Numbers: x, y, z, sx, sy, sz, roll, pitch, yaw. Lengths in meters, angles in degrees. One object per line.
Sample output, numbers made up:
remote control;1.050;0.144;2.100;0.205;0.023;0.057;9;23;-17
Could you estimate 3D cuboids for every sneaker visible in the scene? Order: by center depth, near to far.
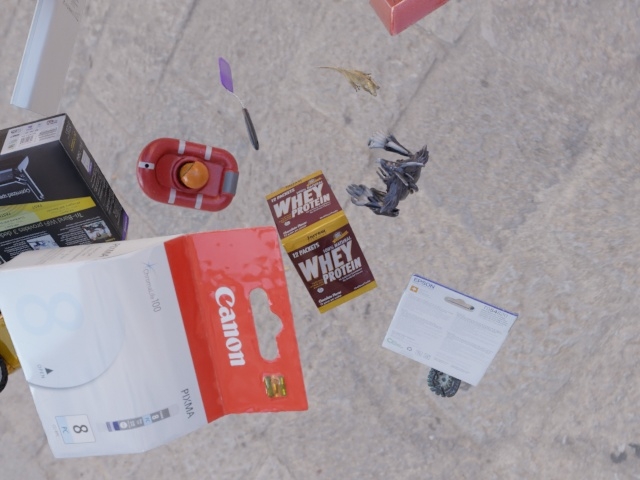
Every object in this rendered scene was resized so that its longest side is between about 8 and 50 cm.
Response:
sneaker;0.364;0.270;1.561;0.110;0.122;0.283;30;118;13

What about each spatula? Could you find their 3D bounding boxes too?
spatula;-0.228;-0.381;1.666;0.030;0.084;0.296;-28;75;12

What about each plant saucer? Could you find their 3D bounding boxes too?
plant saucer;0.227;-0.562;1.264;0.258;0.048;0.259;-30;36;14

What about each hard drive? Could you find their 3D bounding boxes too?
hard drive;-0.528;-0.402;1.181;0.040;0.203;0.308;16;93;-12

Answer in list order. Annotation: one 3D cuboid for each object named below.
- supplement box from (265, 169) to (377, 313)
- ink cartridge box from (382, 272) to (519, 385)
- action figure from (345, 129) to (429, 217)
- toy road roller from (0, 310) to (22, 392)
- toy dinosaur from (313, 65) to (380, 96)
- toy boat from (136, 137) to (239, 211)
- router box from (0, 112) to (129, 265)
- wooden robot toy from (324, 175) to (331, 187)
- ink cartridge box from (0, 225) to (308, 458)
supplement box;0.000;0.000;1.194;0.129;0.194;0.191;-26;36;1
ink cartridge box;0.261;0.175;1.224;0.223;0.045;0.224;23;128;8
action figure;0.133;-0.127;1.222;0.141;0.276;0.164;29;84;4
toy road roller;-0.611;0.154;0.996;0.202;0.329;0.240;-33;100;18
toy dinosaur;0.079;-0.387;1.402;0.183;0.092;0.053;33;102;29
toy boat;-0.288;-0.146;1.321;0.151;0.231;0.151;-167;86;-69
router box;-0.521;-0.060;1.009;0.308;0.243;0.081;-14;45;1
wooden robot toy;-0.047;-0.105;1.407;0.076;0.079;0.173;14;68;44
ink cartridge box;-0.231;0.152;0.849;0.385;0.091;0.308;-6;109;8
